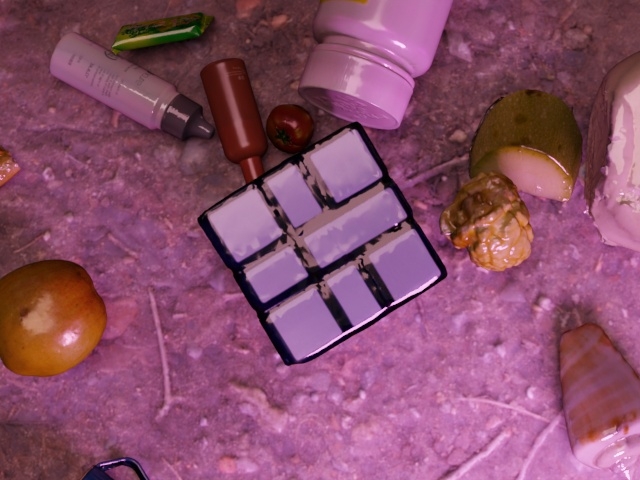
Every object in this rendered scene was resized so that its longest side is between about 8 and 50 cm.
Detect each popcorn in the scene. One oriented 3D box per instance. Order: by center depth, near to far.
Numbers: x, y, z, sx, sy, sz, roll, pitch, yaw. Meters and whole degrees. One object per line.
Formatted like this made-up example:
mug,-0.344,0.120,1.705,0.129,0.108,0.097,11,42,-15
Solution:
popcorn,0.281,-0.034,1.754,0.142,0.173,0.173,-43,81,15

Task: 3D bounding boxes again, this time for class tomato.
tomato,-0.051,-0.196,1.835,0.087,0.087,0.075,29,50,7

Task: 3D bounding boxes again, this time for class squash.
squash,0.357,-0.175,1.798,0.192,0.085,0.184,13,84,4

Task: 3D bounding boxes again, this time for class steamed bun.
steamed bun,0.579,-0.135,1.705,0.312,0.233,0.333,13,92,4

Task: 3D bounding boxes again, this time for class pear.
pear,-0.453,0.129,1.764,0.200,0.200,0.200,-1,82,4

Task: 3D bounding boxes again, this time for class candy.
candy,-0.277,-0.369,1.868,0.178,0.102,0.032,-10,119,3

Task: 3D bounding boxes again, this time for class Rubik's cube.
Rubik's cube,0.000,0.000,1.678,0.293,0.288,0.283,-33,96,2

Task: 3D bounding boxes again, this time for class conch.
conch,0.458,0.260,1.711,0.158,0.127,0.255,-22,81,2

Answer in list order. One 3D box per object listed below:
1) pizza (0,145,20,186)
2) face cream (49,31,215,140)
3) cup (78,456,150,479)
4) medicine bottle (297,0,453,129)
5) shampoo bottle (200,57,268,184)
pizza,-0.705,-0.124,1.873,0.268,0.087,0.258,41,90,6
face cream,-0.321,-0.257,1.854,0.311,0.092,0.092,29,85,8
cup,-0.338,0.452,1.755,0.155,0.131,0.176,36,61,3
medicine bottle,0.110,-0.394,1.780,0.214,0.213,0.378,18,84,6
shampoo bottle,-0.140,-0.191,1.839,0.085,0.085,0.244,-15,84,2
